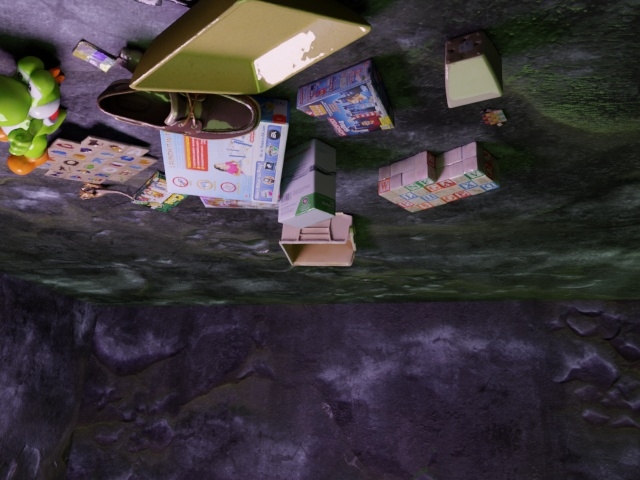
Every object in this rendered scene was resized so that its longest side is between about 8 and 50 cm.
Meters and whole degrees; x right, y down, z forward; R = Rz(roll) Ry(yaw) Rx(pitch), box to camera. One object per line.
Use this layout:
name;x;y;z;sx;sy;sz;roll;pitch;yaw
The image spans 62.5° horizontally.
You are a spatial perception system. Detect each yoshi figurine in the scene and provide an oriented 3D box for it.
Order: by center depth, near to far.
yoshi figurine;-0.720;-0.292;1.227;0.203;0.203;0.362;21;151;-25

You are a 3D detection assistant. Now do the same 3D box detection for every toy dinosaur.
toy dinosaur;-0.738;-0.169;1.769;0.211;0.064;0.112;3;180;29

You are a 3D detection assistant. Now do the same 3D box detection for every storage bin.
storage bin;0.000;0.000;1.999;0.260;0.123;0.262;1;159;8

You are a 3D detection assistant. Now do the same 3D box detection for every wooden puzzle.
wooden puzzle;0.423;-0.300;1.284;0.049;0.006;0.083;-9;156;30

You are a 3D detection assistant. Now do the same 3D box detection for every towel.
towel;-0.493;-0.400;1.149;0.060;0.010;0.083;-16;152;40

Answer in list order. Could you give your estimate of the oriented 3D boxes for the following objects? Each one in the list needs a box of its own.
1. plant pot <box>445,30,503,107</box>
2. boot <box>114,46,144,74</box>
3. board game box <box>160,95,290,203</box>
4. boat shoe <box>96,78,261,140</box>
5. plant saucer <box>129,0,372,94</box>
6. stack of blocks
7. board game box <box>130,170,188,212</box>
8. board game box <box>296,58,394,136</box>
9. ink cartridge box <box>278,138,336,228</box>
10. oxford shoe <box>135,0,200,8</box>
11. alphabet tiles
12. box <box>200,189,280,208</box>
plant pot;0.296;-0.347;1.049;0.109;0.109;0.096;-8;145;27
boot;-0.408;-0.379;1.160;0.086;0.042;0.118;22;152;-28
board game box;-0.243;-0.234;1.350;0.301;0.086;0.308;6;145;-7
boat shoe;-0.300;-0.279;1.130;0.341;0.124;0.123;9;-162;-7
plant saucer;-0.130;-0.365;0.950;0.332;0.081;0.332;-14;-179;40
stack of blocks;0.334;-0.180;1.507;0.297;0.087;0.171;-16;152;42
board game box;-0.534;-0.160;1.784;0.136;0.031;0.259;14;157;-33
board game box;0.054;-0.318;1.218;0.193;0.060;0.194;-4;159;22
ink cartridge box;-0.036;-0.155;1.462;0.086;0.209;0.153;17;157;-40
oxford shoe;-0.219;-0.447;0.882;0.227;0.083;0.096;1;150;-4
alphabet tiles;-0.664;-0.231;1.554;0.285;0.011;0.342;7;163;-45
box;-0.228;-0.149;1.659;0.292;0.057;0.201;1;171;-5
